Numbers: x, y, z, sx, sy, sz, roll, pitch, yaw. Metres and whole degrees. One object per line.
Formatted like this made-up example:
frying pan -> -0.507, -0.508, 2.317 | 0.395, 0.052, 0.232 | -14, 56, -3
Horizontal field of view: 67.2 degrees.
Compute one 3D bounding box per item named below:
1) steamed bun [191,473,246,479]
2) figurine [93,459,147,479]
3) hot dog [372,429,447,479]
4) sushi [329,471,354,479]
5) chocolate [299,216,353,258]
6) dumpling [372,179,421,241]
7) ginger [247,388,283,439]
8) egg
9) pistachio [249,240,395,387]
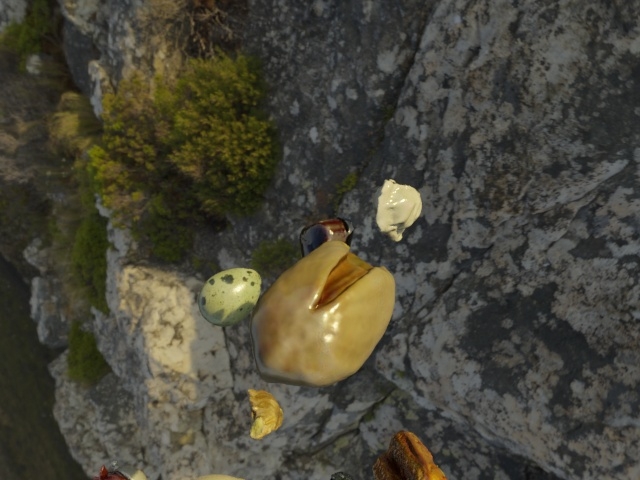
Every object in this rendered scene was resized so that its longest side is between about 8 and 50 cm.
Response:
steamed bun -> -0.209, 0.700, 1.044 | 0.333, 0.334, 0.374 | -3, 122, 40
figurine -> -0.517, 0.695, 1.317 | 0.226, 0.160, 0.183 | 38, 142, -8
hot dog -> 0.214, 0.558, 1.113 | 0.117, 0.349, 0.158 | 38, 83, 2
sushi -> 0.061, 0.713, 1.355 | 0.098, 0.094, 0.084 | 34, 95, 49
chocolate -> 0.000, 0.000, 1.115 | 0.125, 0.080, 0.149 | 54, 130, 34
dumpling -> 0.173, -0.065, 1.100 | 0.108, 0.188, 0.127 | -1, 80, 24
ginger -> -0.144, 0.437, 1.241 | 0.081, 0.205, 0.115 | -12, 78, 0
egg -> -0.295, 0.182, 1.597 | 0.228, 0.177, 0.177 | -38, 67, -7
pistachio -> 0.007, 0.108, 0.694 | 0.166, 0.288, 0.197 | 38, 118, 11
